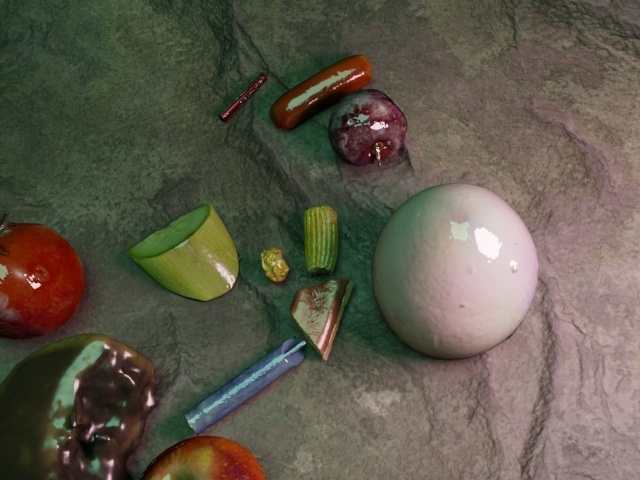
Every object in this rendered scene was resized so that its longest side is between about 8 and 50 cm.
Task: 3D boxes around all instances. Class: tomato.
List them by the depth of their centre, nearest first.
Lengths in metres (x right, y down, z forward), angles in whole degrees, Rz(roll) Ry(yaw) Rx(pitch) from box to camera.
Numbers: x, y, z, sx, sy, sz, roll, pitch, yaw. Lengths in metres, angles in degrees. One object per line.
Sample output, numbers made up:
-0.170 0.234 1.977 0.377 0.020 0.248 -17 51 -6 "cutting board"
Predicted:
-0.661 0.099 1.652 0.170 0.309 0.309 0 55 58 "tomato"

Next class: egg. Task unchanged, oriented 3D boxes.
0.274 0.039 1.521 0.354 0.340 0.355 -4 63 7 "egg"

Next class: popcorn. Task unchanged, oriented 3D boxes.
-0.107 0.056 1.720 0.057 0.083 0.082 -23 95 4 "popcorn"

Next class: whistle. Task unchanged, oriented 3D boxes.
-0.157 0.313 1.616 0.304 0.062 0.062 -35 65 -8 "whistle"

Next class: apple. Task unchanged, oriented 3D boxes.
-0.238 0.521 1.456 0.251 0.206 0.272 11 65 26 "apple"

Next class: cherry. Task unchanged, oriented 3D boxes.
0.107 -0.273 1.785 0.195 0.195 0.195 -4 65 8 "cherry"

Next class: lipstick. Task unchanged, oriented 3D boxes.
-0.204 -0.384 1.968 0.027 0.027 0.176 36 74 22 "lipstick"

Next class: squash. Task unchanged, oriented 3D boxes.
-0.317 0.049 1.789 0.236 0.155 0.204 -33 28 -5 "squash"

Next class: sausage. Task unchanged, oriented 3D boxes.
0.001 -0.388 1.903 0.300 0.083 0.089 -31 77 -4 "sausage"

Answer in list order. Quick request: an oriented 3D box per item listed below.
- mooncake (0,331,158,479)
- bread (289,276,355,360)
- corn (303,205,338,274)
-0.488 0.399 1.524 0.393 0.246 0.394 34 75 30 "mooncake"
-0.006 0.159 1.658 0.119 0.067 0.192 20 71 9 "bread"
0.000 0.000 1.734 0.085 0.063 0.165 1 67 -1 "corn"
